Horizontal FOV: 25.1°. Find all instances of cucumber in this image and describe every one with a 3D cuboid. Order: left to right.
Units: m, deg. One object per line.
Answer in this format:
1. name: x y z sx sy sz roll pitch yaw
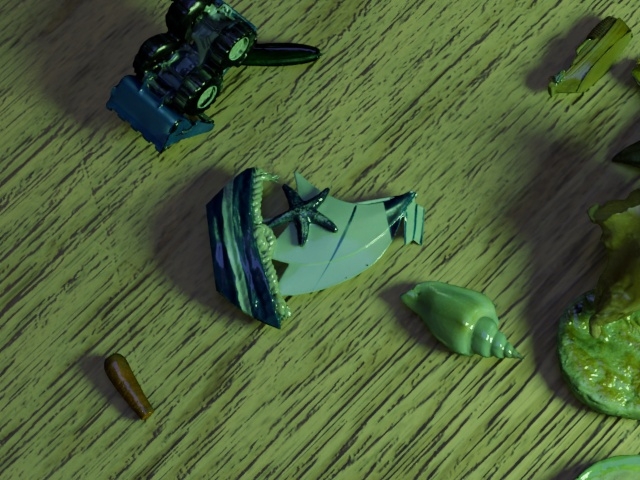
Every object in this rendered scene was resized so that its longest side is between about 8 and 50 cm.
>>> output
1. cucumber: -0.089 -0.258 1.980 0.184 0.033 0.036 5 93 6

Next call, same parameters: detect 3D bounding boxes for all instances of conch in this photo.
1. conch: 0.184 0.098 1.804 0.180 0.065 0.088 32 76 21

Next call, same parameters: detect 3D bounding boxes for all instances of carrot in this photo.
1. carrot: -0.244 0.185 1.822 0.032 0.032 0.093 -33 76 -8

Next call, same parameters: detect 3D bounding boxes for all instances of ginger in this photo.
1. ginger: 0.425 0.012 1.749 0.219 0.123 0.270 35 105 -2

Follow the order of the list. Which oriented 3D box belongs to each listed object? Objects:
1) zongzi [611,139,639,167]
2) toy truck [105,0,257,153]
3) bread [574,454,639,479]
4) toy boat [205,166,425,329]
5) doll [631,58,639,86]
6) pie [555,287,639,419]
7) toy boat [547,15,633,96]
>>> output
1. zongzi: 0.602 -0.158 1.856 0.360 0.160 0.323 12 43 42
2. toy truck: -0.177 -0.225 1.914 0.113 0.126 0.208 41 98 16
3. bread: 0.385 0.402 1.683 0.301 0.045 0.301 -2 71 5
4. toy boat: -0.020 -0.022 1.869 0.291 0.070 0.210 -31 75 -12
5. doll: 0.466 -0.200 1.912 0.078 0.077 0.113 -27 36 -32
6. pie: 0.386 0.136 1.786 0.186 0.041 0.187 -1 67 3
7. toy boat: 0.361 -0.245 1.934 0.049 0.047 0.149 35 72 30
